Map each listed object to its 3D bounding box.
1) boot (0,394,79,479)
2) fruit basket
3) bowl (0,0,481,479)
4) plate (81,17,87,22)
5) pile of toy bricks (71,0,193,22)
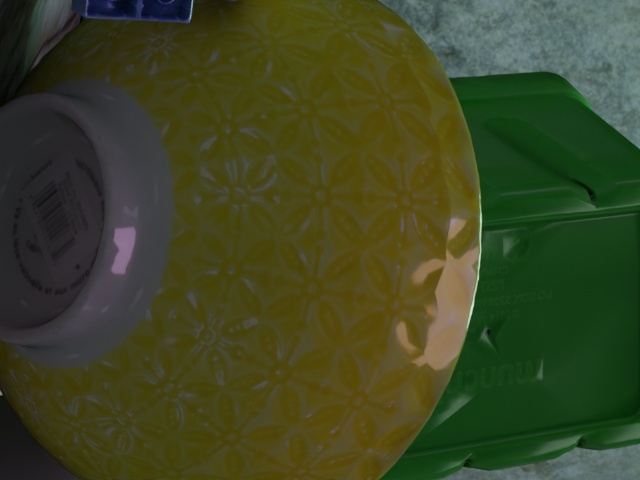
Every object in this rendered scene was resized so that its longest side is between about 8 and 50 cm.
[{"bbox_3d":[-0.208,0.199,0.987,0.123,0.095,0.258,-64,179,39],"label":"boot"},{"bbox_3d":[0.000,0.000,1.206,0.392,0.392,0.282,-82,173,-77],"label":"fruit basket"},{"bbox_3d":[-0.083,-0.003,0.910,0.156,0.289,0.289,10,99,-49],"label":"bowl"},{"bbox_3d":[-0.119,-0.186,1.322,0.277,0.045,0.278,-75,-178,-54],"label":"plate"},{"bbox_3d":[-0.076,-0.157,0.506,0.105,0.118,0.212,32,-61,55],"label":"pile of toy bricks"}]
